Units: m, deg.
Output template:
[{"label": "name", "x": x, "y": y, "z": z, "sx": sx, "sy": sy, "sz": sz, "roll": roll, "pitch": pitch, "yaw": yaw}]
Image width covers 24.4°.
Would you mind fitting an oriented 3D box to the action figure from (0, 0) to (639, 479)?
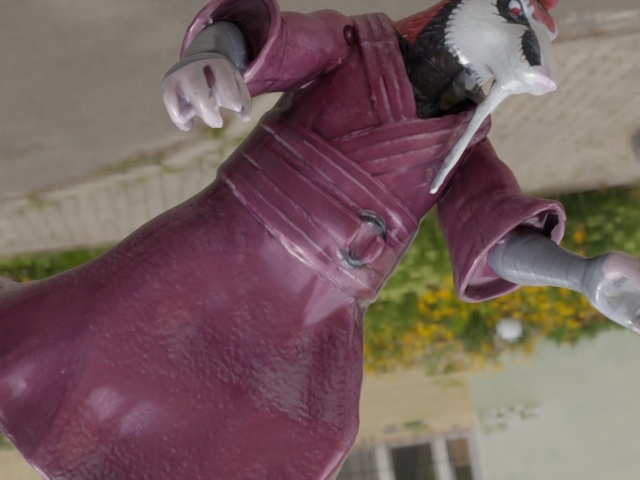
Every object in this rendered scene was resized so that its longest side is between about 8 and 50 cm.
[{"label": "action figure", "x": 0.000, "y": 0.000, "z": 0.752, "sx": 0.370, "sy": 0.248, "sz": 0.276, "roll": -50, "pitch": -167, "yaw": -4}]
